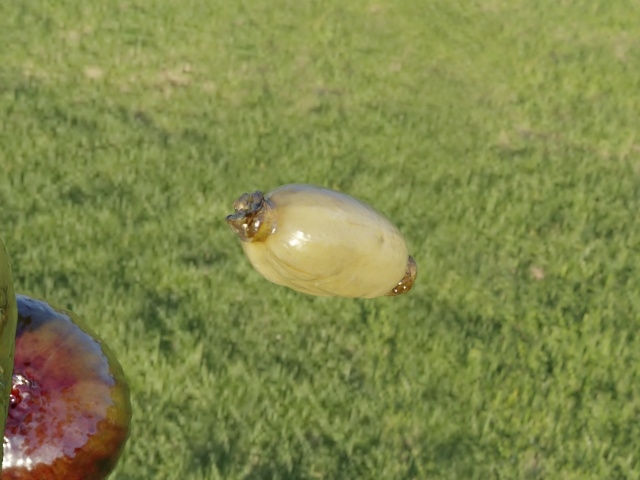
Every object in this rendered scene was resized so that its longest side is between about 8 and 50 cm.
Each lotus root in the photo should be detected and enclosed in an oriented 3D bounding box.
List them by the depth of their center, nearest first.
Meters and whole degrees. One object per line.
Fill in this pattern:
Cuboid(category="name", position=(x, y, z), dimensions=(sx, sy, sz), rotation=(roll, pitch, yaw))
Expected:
Cuboid(category="lotus root", position=(0.000, 0.000, 0.661), dimensions=(0.073, 0.062, 0.150), rotation=(3, -13, 45))

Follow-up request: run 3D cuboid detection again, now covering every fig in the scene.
Cuboid(category="fig", position=(-0.294, 0.154, 1.078), dimensions=(0.217, 0.216, 0.321), rotation=(4, -5, -12))

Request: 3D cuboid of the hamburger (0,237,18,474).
Cuboid(category="hamburger", position=(-0.220, 0.084, 0.504), dimensions=(0.133, 0.309, 0.211), rotation=(16, 64, -31))
